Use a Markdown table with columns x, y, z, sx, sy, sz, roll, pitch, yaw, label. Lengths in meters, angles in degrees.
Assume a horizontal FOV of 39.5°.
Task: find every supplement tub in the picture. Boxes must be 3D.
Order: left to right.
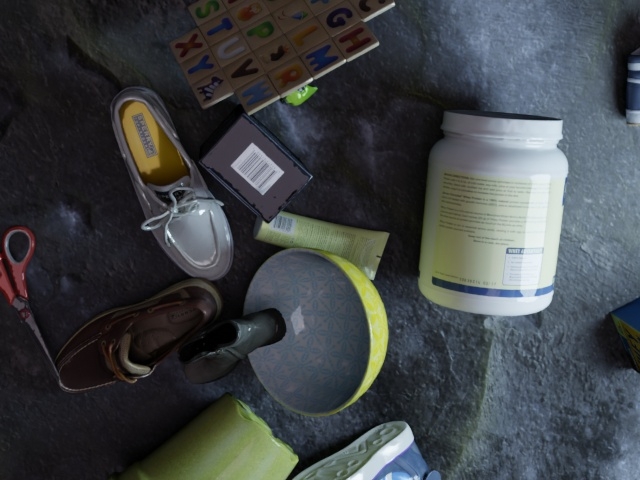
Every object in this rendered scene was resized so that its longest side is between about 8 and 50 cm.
| x | y | z | sx | sy | sz | roll | pitch | yaw | label |
| --- | --- | --- | --- | --- | --- | --- | --- | --- | --- |
| 0.295 | -0.054 | 1.532 | 0.236 | 0.235 | 0.324 | 2 | 102 | -8 | supplement tub |

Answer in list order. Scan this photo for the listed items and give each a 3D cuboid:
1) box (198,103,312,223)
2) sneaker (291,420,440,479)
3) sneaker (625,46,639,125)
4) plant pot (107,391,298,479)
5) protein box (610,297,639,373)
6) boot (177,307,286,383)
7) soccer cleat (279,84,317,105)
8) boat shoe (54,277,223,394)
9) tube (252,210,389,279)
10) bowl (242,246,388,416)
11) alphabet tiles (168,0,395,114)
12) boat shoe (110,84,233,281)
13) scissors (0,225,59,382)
| x | y | z | sx | sy | sz | roll | pitch | yaw | label |
| --- | --- | --- | --- | --- | --- | --- | --- | --- | --- |
| -0.111 | -0.132 | 1.478 | 0.153 | 0.207 | 0.108 | 42 | 94 | -12 | box |
| 0.084 | 0.501 | 1.628 | 0.323 | 0.130 | 0.236 | -27 | 104 | -36 | sneaker |
| 0.682 | -0.305 | 1.598 | 0.282 | 0.099 | 0.153 | -12 | 105 | -2 | sneaker |
| -0.186 | 0.418 | 1.578 | 0.254 | 0.276 | 0.276 | -46 | 104 | -7 | plant pot |
| 0.686 | 0.171 | 1.648 | 0.201 | 0.200 | 0.136 | -27 | 104 | 0 | protein box |
| -0.190 | 0.183 | 1.524 | 0.246 | 0.161 | 0.083 | -33 | 73 | 32 | boot |
| -0.070 | -0.316 | 1.526 | 0.072 | 0.060 | 0.178 | -34 | 111 | -9 | soccer cleat |
| -0.328 | 0.181 | 1.545 | 0.342 | 0.123 | 0.123 | -25 | 105 | 11 | boat shoe |
| 0.000 | 0.000 | 1.602 | 0.240 | 0.062 | 0.070 | 15 | 141 | -14 | tube |
| 0.018 | 0.151 | 1.565 | 0.156 | 0.290 | 0.289 | -5 | 107 | -51 | bowl |
| -0.068 | -0.346 | 1.431 | 0.343 | 0.285 | 0.011 | -29 | 145 | 0 | alphabet tiles |
| -0.247 | -0.083 | 1.496 | 0.136 | 0.156 | 0.367 | -21 | 106 | -1 | boat shoe |
| -0.531 | 0.113 | 1.555 | 0.109 | 0.021 | 0.297 | -11 | 95 | -10 | scissors |
